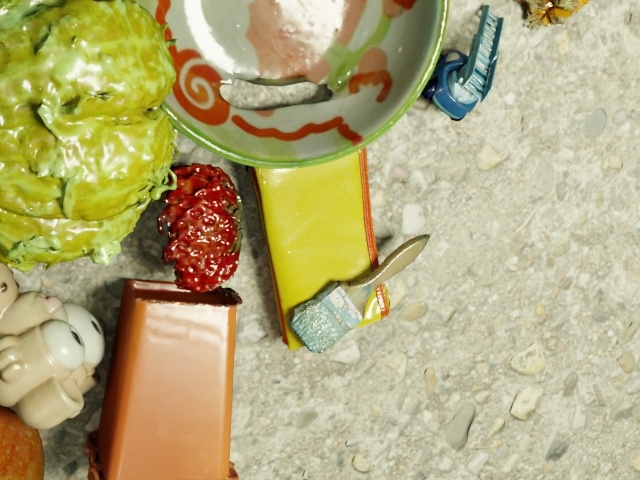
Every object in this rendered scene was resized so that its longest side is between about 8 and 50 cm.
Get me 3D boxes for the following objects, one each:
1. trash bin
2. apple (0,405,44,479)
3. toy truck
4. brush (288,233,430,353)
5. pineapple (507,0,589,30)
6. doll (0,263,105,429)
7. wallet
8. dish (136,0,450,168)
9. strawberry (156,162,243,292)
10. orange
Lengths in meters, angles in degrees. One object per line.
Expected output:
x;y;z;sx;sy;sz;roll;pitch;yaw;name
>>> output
-0.165;0.170;0.869;0.161;0.184;0.239;5;99;-21;trash bin
-0.386;0.245;0.836;0.181;0.168;0.181;-3;110;-9;apple
0.169;-0.205;0.915;0.063;0.074;0.136;31;55;-23;toy truck
0.052;0.053;0.924;0.196;0.021;0.070;-39;119;-8;brush
0.306;-0.341;0.868;0.079;0.135;0.233;30;98;-21;pineapple
-0.326;0.068;0.804;0.119;0.154;0.278;-33;111;0;doll
0.000;0.000;0.929;0.141;0.067;0.241;-16;114;-15;wallet
-0.039;-0.245;0.812;0.324;0.124;0.324;-5;114;-10;dish
-0.125;-0.013;0.841;0.086;0.145;0.145;4;105;-8;strawberry
-0.270;-0.115;0.683;0.223;0.300;0.301;-30;125;-51;orange
